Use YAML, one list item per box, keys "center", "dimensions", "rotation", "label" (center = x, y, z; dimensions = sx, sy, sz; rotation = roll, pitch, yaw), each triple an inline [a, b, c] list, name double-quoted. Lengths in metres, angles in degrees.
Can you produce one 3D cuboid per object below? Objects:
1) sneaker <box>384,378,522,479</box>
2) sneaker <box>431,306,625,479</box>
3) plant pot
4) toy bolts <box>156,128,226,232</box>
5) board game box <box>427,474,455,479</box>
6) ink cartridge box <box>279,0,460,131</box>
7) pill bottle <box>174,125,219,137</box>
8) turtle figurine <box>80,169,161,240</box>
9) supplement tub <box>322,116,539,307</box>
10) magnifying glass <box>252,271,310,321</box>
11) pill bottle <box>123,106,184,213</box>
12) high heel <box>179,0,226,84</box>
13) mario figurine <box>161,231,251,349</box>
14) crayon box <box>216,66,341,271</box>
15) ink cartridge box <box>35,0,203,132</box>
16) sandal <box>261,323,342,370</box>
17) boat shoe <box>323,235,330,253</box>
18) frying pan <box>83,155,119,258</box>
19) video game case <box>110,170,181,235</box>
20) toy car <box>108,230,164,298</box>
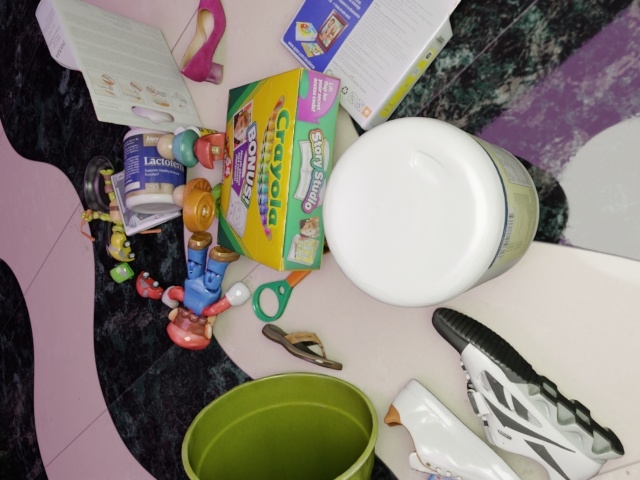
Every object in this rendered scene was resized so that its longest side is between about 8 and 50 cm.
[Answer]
- center: [0.233, 0.383, 0.759]
  dimensions: [0.123, 0.106, 0.290]
  rotation: [-46, 52, -9]
  label: "sneaker"
- center: [0.289, 0.255, 0.720]
  dimensions: [0.330, 0.122, 0.146]
  rotation: [45, 114, 25]
  label: "sneaker"
- center: [-0.056, 0.517, 0.877]
  dimensions: [0.366, 0.366, 0.354]
  rotation: [4, 108, 35]
  label: "plant pot"
- center: [-0.314, -0.141, 1.032]
  dimensions: [0.158, 0.218, 0.229]
  rotation: [8, 115, 14]
  label: "toy bolts"
- center: [0.281, 0.512, 0.793]
  dimensions: [0.211, 0.039, 0.160]
  rotation: [36, 112, 30]
  label: "board game box"
- center: [0.097, -0.426, 0.850]
  dimensions: [0.307, 0.072, 0.304]
  rotation: [-49, 65, 25]
  label: "ink cartridge box"
- center: [-0.309, -0.255, 1.118]
  dimensions: [0.065, 0.116, 0.065]
  rotation: [3, 95, 35]
  label: "pill bottle"
- center: [-0.604, -0.105, 1.355]
  dimensions: [0.269, 0.087, 0.218]
  rotation: [1, 89, 11]
  label: "turtle figurine"
- center: [0.181, -0.040, 0.652]
  dimensions: [0.235, 0.324, 0.236]
  rotation: [3, 95, 35]
  label: "supplement tub"
- center: [-0.085, 0.112, 1.041]
  dimensions: [0.231, 0.026, 0.092]
  rotation: [-44, 68, 31]
  label: "magnifying glass"
- center: [-0.450, -0.215, 1.193]
  dimensions: [0.153, 0.153, 0.265]
  rotation: [-12, 80, 35]
  label: "pill bottle"
- center: [-0.304, -0.518, 1.096]
  dimensions: [0.082, 0.117, 0.245]
  rotation: [6, 97, 35]
  label: "high heel"
- center: [-0.299, 0.136, 1.140]
  dimensions: [0.198, 0.170, 0.321]
  rotation: [43, 121, 46]
  label: "mario figurine"
- center: [-0.104, -0.144, 0.925]
  dimensions: [0.313, 0.106, 0.364]
  rotation: [15, 101, 55]
  label: "crayon box"
- center: [-0.494, -0.416, 1.123]
  dimensions: [0.091, 0.308, 0.385]
  rotation: [-34, 75, 32]
  label: "ink cartridge box"
- center: [-0.041, 0.228, 0.993]
  dimensions: [0.219, 0.090, 0.060]
  rotation: [22, 84, 40]
  label: "sandal"
- center: [0.001, 0.000, 0.945]
  dimensions: [0.177, 0.064, 0.060]
  rotation: [-3, 90, 33]
  label: "boat shoe"
- center: [-0.685, -0.127, 1.435]
  dimensions: [0.197, 0.053, 0.326]
  rotation: [-43, 71, 29]
  label: "frying pan"
- center: [-0.509, -0.131, 1.282]
  dimensions: [0.173, 0.022, 0.191]
  rotation: [-21, 80, 7]
  label: "video game case"
- center: [-0.595, 0.096, 1.351]
  dimensions: [0.224, 0.053, 0.239]
  rotation: [-16, 108, 49]
  label: "toy car"
